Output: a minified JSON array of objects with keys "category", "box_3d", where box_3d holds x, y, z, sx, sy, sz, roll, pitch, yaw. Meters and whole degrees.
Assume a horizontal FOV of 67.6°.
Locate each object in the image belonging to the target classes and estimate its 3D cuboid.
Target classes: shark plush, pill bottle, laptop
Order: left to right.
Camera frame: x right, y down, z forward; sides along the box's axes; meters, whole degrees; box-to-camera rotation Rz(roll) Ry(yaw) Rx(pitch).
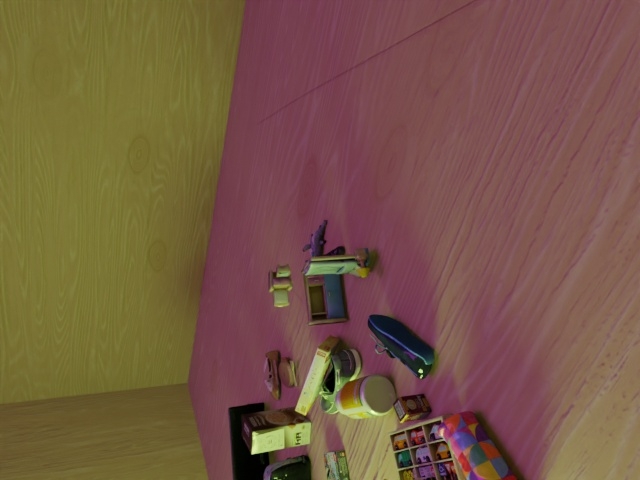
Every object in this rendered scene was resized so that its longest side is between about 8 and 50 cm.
[{"category":"laptop","box_3d":[-0.386,1.017,2.368,0.236,0.408,0.381,-17,70,27]},{"category":"shark plush","box_3d":[0.000,0.000,1.851,0.067,0.073,0.161,30,96,39]},{"category":"pill bottle","box_3d":[0.128,0.482,1.466,0.208,0.118,0.117,-43,52,55]}]

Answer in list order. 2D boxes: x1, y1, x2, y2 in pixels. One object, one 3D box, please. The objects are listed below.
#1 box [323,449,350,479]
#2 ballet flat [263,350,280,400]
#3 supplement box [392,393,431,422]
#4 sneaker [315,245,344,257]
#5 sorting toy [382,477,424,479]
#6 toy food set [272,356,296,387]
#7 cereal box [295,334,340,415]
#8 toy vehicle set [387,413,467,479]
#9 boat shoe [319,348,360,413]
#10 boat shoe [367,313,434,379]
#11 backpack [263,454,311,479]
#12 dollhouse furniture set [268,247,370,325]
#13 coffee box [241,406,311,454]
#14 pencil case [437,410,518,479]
[{"category":"box","box_3d":[0.064,0.848,1.672,0.114,0.036,0.207,-46,49,54]},{"category":"ballet flat","box_3d":[-0.231,0.631,2.236,0.080,0.073,0.232,-11,80,64]},{"category":"supplement box","box_3d":[0.243,0.446,1.272,0.043,0.083,0.055,-66,34,37]},{"category":"sneaker","box_3d":[0.016,0.074,1.739,0.170,0.089,0.051,-53,44,51]},{"category":"sorting toy","box_3d":[0.287,0.715,1.187,0.348,0.047,0.196,34,123,45]},{"category":"toy food set","box_3d":[-0.145,0.582,2.115,0.192,0.039,0.132,-19,79,57]},{"category":"cereal box","box_3d":[-0.008,0.462,1.661,0.173,0.047,0.240,-16,-53,-74]},{"category":"toy vehicle set","box_3d":[0.277,0.566,1.252,0.267,0.035,0.166,-51,46,52]},{"category":"boat shoe","box_3d":[0.040,0.495,1.662,0.116,0.099,0.319,61,142,42]},{"category":"boat shoe","box_3d":[0.205,0.294,1.334,0.258,0.109,0.089,-138,51,-59]},{"category":"backpack","box_3d":[-0.132,0.942,1.902,0.115,0.182,0.151,-36,58,58]},{"category":"dollhouse furniture set","box_3d":[-0.003,0.157,1.552,0.303,0.287,0.198,129,136,-67]},{"category":"coffee box","box_3d":[-0.179,0.761,1.930,0.141,0.247,0.098,20,108,62]},{"category":"pencil case","box_3d":[0.351,0.494,1.041,0.236,0.104,0.104,-116,37,-44]}]
